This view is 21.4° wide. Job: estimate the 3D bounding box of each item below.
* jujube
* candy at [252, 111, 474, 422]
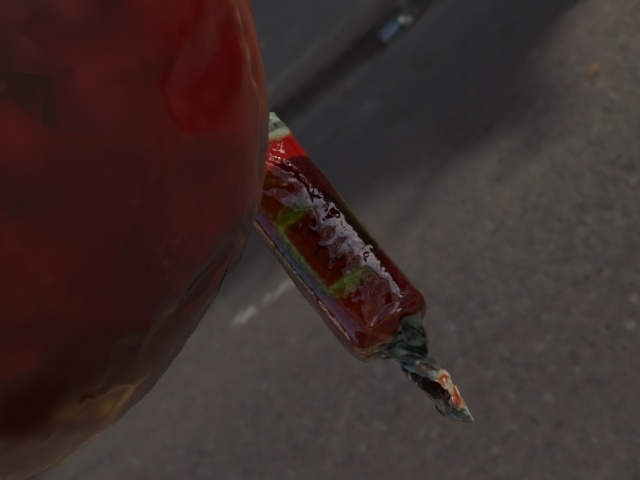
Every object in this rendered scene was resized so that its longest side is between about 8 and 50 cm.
[{"bbox_3d":[-0.154,-0.077,0.460,0.223,0.318,0.223,-36,19,15],"label":"jujube"},{"bbox_3d":[-0.001,0.001,1.050,0.059,0.292,0.086,-39,-8,-3],"label":"candy"}]
